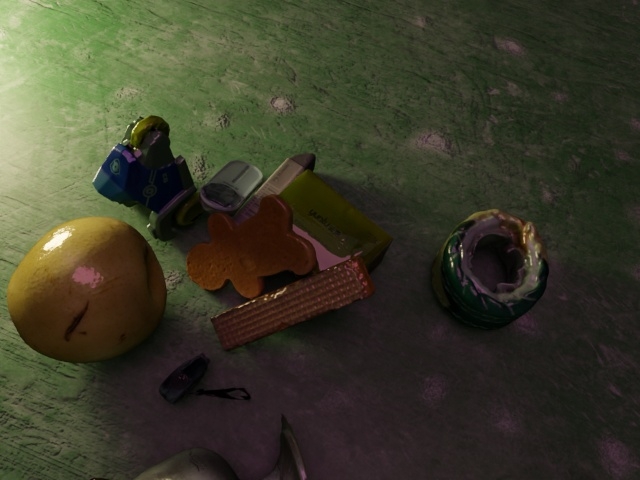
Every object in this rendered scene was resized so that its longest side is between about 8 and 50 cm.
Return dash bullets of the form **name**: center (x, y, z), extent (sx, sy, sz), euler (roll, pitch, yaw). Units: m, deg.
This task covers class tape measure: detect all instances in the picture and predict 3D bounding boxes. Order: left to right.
- **tape measure**: center (-0.251, 0.335, 1.067), extent (0.180, 0.107, 0.104), euler (37, 26, -8)

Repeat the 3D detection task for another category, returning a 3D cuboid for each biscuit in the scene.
- **biscuit**: center (-0.175, 0.024, 1.134), extent (0.216, 0.340, 0.047), euler (62, 30, -2)
- **biscuit**: center (-0.064, 0.143, 1.083), extent (0.379, 0.054, 0.094), euler (-25, 86, 19)

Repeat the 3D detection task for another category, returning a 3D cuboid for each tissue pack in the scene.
- **tissue pack**: center (0.000, 0.000, 1.199), extent (0.275, 0.167, 0.200), euler (41, 69, 13)

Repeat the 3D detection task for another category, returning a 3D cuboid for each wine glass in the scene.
- **wine glass**: center (-0.191, 0.488, 0.921), extent (0.323, 0.238, 0.238), euler (-10, 66, -20)

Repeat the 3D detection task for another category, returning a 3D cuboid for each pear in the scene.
- **pear**: center (-0.483, 0.105, 1.038), extent (0.309, 0.309, 0.309), euler (2, 65, -5)

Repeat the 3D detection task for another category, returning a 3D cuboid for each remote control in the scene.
- **remote control**: center (-0.224, -0.134, 1.251), extent (0.104, 0.052, 0.247), euler (27, 34, 1)

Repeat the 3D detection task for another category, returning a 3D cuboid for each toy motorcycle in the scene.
- **toy motorcycle**: center (-0.407, -0.139, 1.139), extent (0.191, 0.326, 0.200), euler (41, 70, 14)

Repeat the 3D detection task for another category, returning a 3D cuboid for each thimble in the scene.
- **thimble**: center (0.418, 0.068, 1.211), extent (0.254, 0.167, 0.288), euler (40, 68, 12)

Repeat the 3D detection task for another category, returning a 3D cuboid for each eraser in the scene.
- **eraser**: center (-0.132, -0.102, 1.280), extent (0.061, 0.089, 0.352), euler (33, 65, 13)

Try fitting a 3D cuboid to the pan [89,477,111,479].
- **pan**: center (-0.395, 0.551, 0.936), extent (0.048, 0.128, 0.202), euler (4, 49, -53)
